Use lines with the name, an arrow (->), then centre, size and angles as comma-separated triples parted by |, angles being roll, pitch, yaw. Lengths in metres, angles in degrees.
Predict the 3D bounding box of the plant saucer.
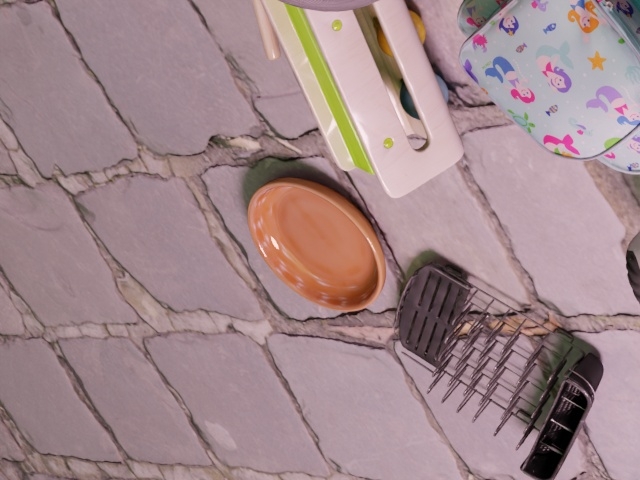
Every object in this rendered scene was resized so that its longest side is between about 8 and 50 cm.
plant saucer -> 0.000, 0.000, 2.166 | 0.200, 0.037, 0.200 | 26, 140, 23

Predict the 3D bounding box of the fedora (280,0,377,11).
fedora -> 0.008, -0.351, 1.666 | 0.243, 0.275, 0.124 | 55, 169, -31

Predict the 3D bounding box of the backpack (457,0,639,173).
backpack -> 0.272, -0.182, 1.617 | 0.253, 0.191, 0.225 | 42, 143, -8

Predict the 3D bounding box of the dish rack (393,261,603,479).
dish rack -> 0.202, 0.150, 2.101 | 0.271, 0.074, 0.208 | 32, 142, 14

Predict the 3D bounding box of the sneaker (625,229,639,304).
sneaker -> 0.484, 0.094, 1.759 | 0.385, 0.145, 0.147 | 36, 123, 5

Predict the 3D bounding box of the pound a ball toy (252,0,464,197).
pound a ball toy -> 0.024, -0.228, 1.864 | 0.208, 0.136, 0.319 | 33, 152, 58
